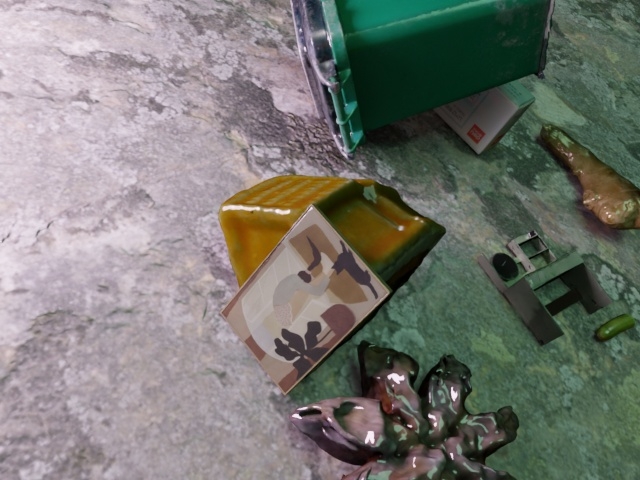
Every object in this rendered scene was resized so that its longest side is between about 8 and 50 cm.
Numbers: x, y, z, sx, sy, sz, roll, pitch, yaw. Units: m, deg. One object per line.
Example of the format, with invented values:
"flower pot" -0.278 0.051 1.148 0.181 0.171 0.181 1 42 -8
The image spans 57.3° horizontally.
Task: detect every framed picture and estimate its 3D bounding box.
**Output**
"framed picture" -0.026 0.074 0.694 0.136 0.201 0.010 49 26 14

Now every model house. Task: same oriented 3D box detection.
"model house" 0.005 -0.001 0.791 0.239 0.173 0.268 40 44 17

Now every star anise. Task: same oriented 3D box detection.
"star anise" 0.121 0.258 0.673 0.332 0.117 0.331 9 56 -13

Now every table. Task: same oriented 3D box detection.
"table" 0.367 0.063 0.963 0.146 0.062 0.175 -20 69 -34

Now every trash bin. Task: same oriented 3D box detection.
"trash bin" 0.158 -0.331 0.946 0.381 0.259 0.295 -13 58 7

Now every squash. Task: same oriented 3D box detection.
"squash" 0.490 0.146 0.978 0.083 0.027 0.027 -14 63 -32

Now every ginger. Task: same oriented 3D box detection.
"ginger" 0.539 -0.127 1.172 0.131 0.086 0.294 -18 57 -23

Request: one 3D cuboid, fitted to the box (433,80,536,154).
"box" 0.272 -0.311 1.142 0.079 0.135 0.269 -31 72 -39
